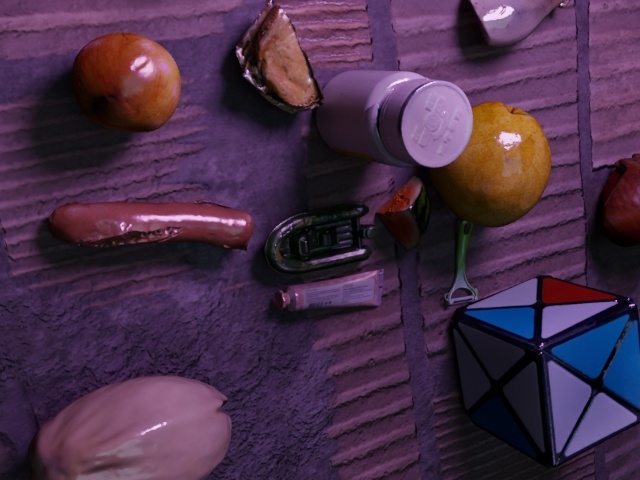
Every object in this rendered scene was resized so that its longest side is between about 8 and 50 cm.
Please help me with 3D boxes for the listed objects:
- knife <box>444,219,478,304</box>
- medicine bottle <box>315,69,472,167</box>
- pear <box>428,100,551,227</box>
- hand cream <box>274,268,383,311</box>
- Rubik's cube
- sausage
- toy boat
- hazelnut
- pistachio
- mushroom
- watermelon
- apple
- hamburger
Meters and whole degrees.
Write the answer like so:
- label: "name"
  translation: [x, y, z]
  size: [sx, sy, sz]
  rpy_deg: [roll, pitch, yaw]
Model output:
- label: "knife"
  translation: [0.264, 0.039, 1.399]
  size: [0.078, 0.022, 0.166]
  rpy_deg: [-8, 106, -32]
- label: "medicine bottle"
  translation: [0.106, -0.187, 1.142]
  size: [0.143, 0.258, 0.143]
  rpy_deg: [-6, 103, -25]
- label: "pear"
  translation: [0.286, -0.135, 1.266]
  size: [0.208, 0.209, 0.209]
  rpy_deg: [-6, 103, -26]
- label: "hand cream"
  translation: [0.021, 0.089, 1.283]
  size: [0.209, 0.043, 0.067]
  rpy_deg: [-4, 104, -31]
- label: "Rubik's cube"
  translation: [0.421, 0.232, 1.392]
  size: [0.248, 0.250, 0.247]
  rpy_deg: [-20, 109, -24]
- label: "sausage"
  translation: [-0.241, -0.023, 1.107]
  size: [0.304, 0.078, 0.078]
  rpy_deg: [1, 100, -27]
- label: "toy boat"
  translation: [0.000, 0.000, 1.244]
  size: [0.210, 0.052, 0.104]
  rpy_deg: [-11, 108, -25]
- label: "hazelnut"
  translation: [0.649, -0.079, 1.509]
  size: [0.201, 0.160, 0.170]
  rpy_deg: [-43, 138, -54]
- label: "pistachio"
  translation: [-0.265, 0.307, 1.098]
  size: [0.331, 0.208, 0.226]
  rpy_deg: [-21, 153, -36]
- label: "mushroom"
  translation: [0.356, -0.412, 1.316]
  size: [0.225, 0.093, 0.116]
  rpy_deg: [-22, 88, -16]
- label: "watermelon"
  translation: [0.145, -0.038, 1.307]
  size: [0.094, 0.125, 0.135]
  rpy_deg: [1, 122, 3]
- label: "apple"
  translation: [-0.264, -0.208, 1.017]
  size: [0.146, 0.146, 0.147]
  rpy_deg: [-6, 103, -26]
- label: "hamburger"
  translation: [-0.076, -0.265, 1.140]
  size: [0.102, 0.087, 0.176]
  rpy_deg: [-30, 119, -6]
